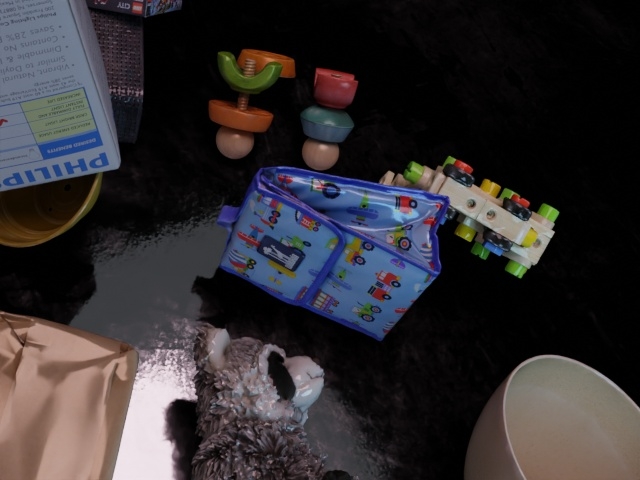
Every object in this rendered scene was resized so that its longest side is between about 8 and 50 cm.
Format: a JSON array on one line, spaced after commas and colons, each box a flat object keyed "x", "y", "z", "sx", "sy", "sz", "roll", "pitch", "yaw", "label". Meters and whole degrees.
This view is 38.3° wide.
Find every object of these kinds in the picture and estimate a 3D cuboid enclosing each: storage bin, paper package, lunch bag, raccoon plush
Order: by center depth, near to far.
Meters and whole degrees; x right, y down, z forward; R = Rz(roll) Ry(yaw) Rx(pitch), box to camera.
[{"x": -0.313, "y": 0.288, "z": 0.954, "sx": 0.168, "sy": 0.325, "sz": 0.309, "roll": 14, "pitch": 56, "yaw": -11, "label": "paper package"}, {"x": -0.154, "y": 0.297, "z": 1.090, "sx": 0.446, "sy": 0.216, "sz": 0.299, "roll": -30, "pitch": 65, "yaw": -31, "label": "raccoon plush"}, {"x": 0.000, "y": 0.000, "z": 1.297, "sx": 0.293, "sy": 0.221, "sz": 0.138, "roll": 18, "pitch": 56, "yaw": -8, "label": "lunch bag"}, {"x": -0.317, "y": -0.250, "z": 1.400, "sx": 0.084, "sy": 0.122, "sz": 0.180, "roll": 2, "pitch": 59, "yaw": -18, "label": "storage bin"}]

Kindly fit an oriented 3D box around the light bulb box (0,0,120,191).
[{"x": -0.447, "y": -0.234, "z": 1.058, "sx": 0.358, "sy": 0.361, "sz": 0.225, "roll": -12, "pitch": 62, "yaw": -8, "label": "light bulb box"}]

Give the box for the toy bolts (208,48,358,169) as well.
[{"x": -0.058, "y": -0.207, "z": 1.489, "sx": 0.229, "sy": 0.158, "sz": 0.218, "roll": 12, "pitch": 16, "yaw": 0, "label": "toy bolts"}]

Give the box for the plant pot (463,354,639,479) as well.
[{"x": 0.299, "y": 0.322, "z": 1.208, "sx": 0.284, "sy": 0.191, "sz": 0.284, "roll": 20, "pitch": 43, "yaw": -20, "label": "plant pot"}]

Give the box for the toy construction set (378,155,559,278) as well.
[{"x": 0.220, "y": -0.046, "z": 1.421, "sx": 0.328, "sy": 0.215, "sz": 0.151, "roll": 14, "pitch": 97, "yaw": -10, "label": "toy construction set"}]

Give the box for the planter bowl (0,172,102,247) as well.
[{"x": -0.373, "y": -0.085, "z": 1.278, "sx": 0.217, "sy": 0.090, "sz": 0.217, "roll": -6, "pitch": 74, "yaw": 20, "label": "planter bowl"}]

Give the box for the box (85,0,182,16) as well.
[{"x": -0.351, "y": -0.396, "z": 1.439, "sx": 0.233, "sy": 0.044, "sz": 0.159, "roll": 12, "pitch": 20, "yaw": 7, "label": "box"}]
